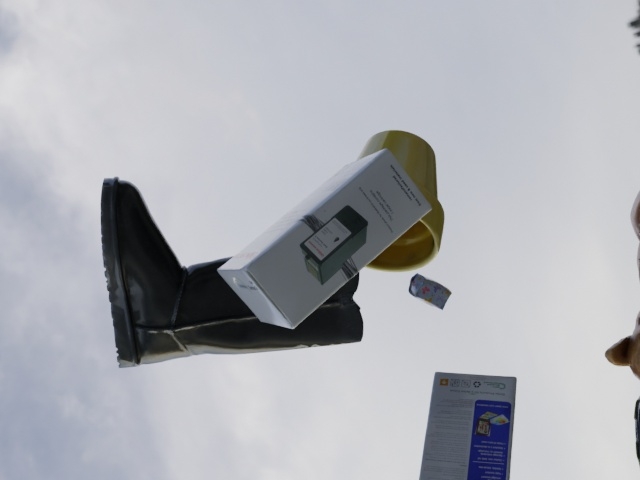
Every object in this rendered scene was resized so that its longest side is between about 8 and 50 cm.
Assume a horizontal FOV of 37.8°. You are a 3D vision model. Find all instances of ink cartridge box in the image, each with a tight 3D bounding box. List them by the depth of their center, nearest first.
[{"bbox_3d":[0.000,0.000,1.458,0.289,0.211,0.121,-40,-81,-14],"label":"ink cartridge box"},{"bbox_3d":[0.298,0.433,1.886,0.370,0.176,0.069,-74,-21,-44],"label":"ink cartridge box"}]

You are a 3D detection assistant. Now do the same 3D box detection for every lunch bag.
[{"bbox_3d":[0.222,0.104,1.917,0.071,0.083,0.053,26,-81,-12],"label":"lunch bag"}]

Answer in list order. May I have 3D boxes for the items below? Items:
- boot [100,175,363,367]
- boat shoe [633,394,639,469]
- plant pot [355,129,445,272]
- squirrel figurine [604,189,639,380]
[{"bbox_3d":[-0.151,0.042,1.668,0.146,0.445,0.366,-106,13,-63],"label":"boot"},{"bbox_3d":[0.584,0.367,1.599,0.068,0.081,0.227,84,-175,-82],"label":"boat shoe"},{"bbox_3d":[0.149,-0.097,2.013,0.254,0.254,0.239,43,-134,-35],"label":"plant pot"},{"bbox_3d":[0.576,0.043,1.466,0.370,0.281,0.397,-60,-36,-21],"label":"squirrel figurine"}]
